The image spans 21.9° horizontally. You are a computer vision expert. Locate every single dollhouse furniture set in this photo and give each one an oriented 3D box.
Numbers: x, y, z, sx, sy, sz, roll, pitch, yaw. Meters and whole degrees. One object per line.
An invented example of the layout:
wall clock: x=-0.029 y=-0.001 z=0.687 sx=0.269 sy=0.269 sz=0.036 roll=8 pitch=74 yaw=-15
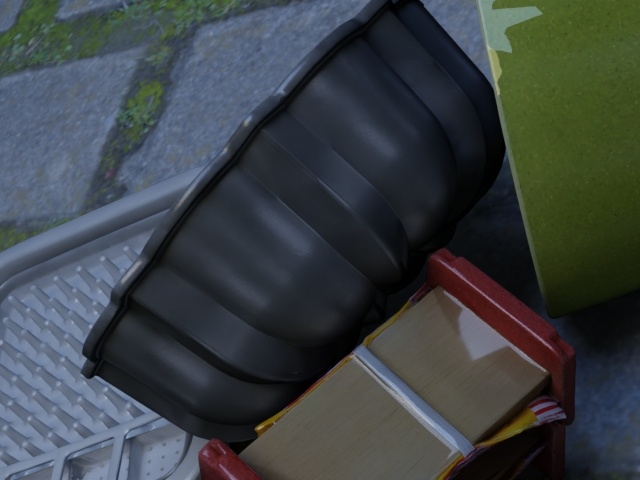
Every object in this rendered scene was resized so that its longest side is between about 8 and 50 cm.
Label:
dollhouse furniture set: x=0.125 y=0.201 z=0.903 sx=0.201 sy=0.152 sz=0.374 roll=-37 pitch=60 yaw=-21

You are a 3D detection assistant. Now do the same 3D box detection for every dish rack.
dish rack: x=-0.174 y=0.112 z=1.283 sx=0.286 sy=0.072 sz=0.332 roll=-22 pitch=42 yaw=23

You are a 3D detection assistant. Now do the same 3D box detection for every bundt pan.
bundt pan: x=0.000 y=0.000 z=1.063 sx=0.124 sy=0.331 sz=0.331 roll=41 pitch=83 yaw=6

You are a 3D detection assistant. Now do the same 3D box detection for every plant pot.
plant pot: x=0.257 y=-0.114 z=1.020 sx=0.294 sy=0.274 sz=0.274 roll=-12 pitch=45 yaw=9
